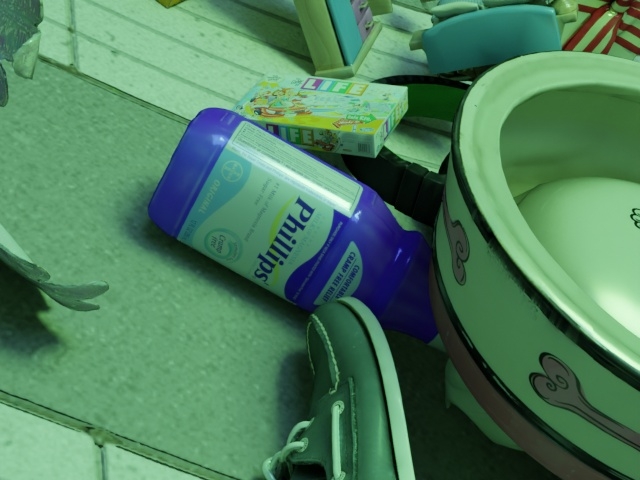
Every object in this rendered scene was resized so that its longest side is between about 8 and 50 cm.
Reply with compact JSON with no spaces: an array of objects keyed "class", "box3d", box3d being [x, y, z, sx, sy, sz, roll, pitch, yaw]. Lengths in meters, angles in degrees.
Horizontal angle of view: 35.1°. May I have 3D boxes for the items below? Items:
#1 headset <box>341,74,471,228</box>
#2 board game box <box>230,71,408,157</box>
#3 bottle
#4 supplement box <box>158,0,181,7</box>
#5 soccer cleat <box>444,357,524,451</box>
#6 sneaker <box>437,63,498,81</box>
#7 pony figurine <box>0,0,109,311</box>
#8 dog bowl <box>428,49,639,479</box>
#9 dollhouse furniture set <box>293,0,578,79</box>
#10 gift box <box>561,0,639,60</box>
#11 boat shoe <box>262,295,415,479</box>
[{"class":"headset","box3d":[0.201,-0.040,1.053,0.394,0.185,0.243,27,36,18]},{"class":"board game box","box3d":[-0.002,-0.126,0.998,0.154,0.026,0.103,9,37,19]},{"class":"bottle","box3d":[0.000,0.000,0.853,0.282,0.118,0.092,30,29,-4]},{"class":"supplement box","box3d":[-0.173,-0.400,1.105,0.194,0.191,0.129,38,39,6]},{"class":"soccer cleat","box3d":[0.185,0.148,0.813,0.196,0.076,0.068,30,38,30]},{"class":"sneaker","box3d":[0.160,-0.220,1.193,0.071,0.066,0.188,-10,11,-14]},{"class":"pony figurine","box3d":[-0.324,-0.098,0.656,0.363,0.303,0.351,-27,56,-31]},{"class":"dog bowl","box3d":[0.263,0.035,0.778,0.407,0.150,0.408,13,42,-12]},{"class":"dollhouse furniture set","box3d":[0.137,-0.333,1.118,0.303,0.198,0.286,-5,32,22]},{"class":"gift box","box3d":[0.396,-0.408,1.450,0.276,0.255,0.258,-1,47,-27]},{"class":"boat shoe","box3d":[0.010,0.156,0.698,0.099,0.116,0.319,-6,40,-7]}]
